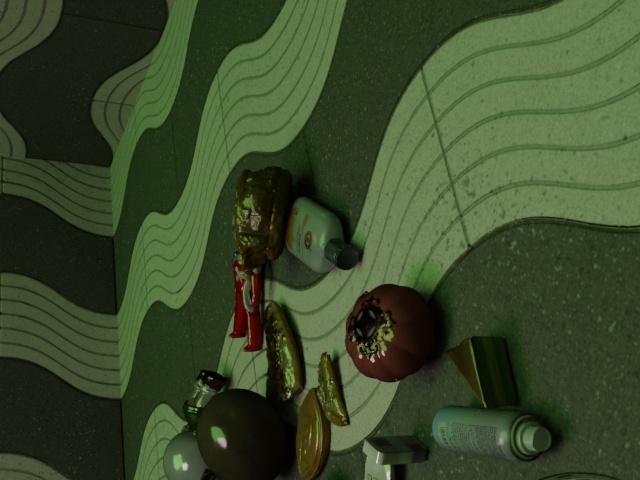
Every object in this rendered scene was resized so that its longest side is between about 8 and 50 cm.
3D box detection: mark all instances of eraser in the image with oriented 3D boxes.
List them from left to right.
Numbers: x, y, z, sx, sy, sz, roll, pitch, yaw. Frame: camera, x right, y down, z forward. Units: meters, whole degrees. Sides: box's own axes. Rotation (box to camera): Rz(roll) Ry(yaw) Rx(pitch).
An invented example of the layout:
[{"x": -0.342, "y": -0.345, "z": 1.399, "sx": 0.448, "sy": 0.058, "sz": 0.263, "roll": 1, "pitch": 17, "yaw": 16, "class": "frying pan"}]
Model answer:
[{"x": 0.133, "y": 0.375, "z": 1.526, "sx": 0.065, "sy": 0.105, "sz": 0.026, "roll": 26, "pitch": 110, "yaw": 62, "class": "eraser"}]

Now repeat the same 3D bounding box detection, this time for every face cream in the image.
[{"x": 0.000, "y": 0.000, "z": 1.904, "sx": 0.291, "sy": 0.071, "sz": 0.144, "roll": -143, "pitch": 60, "yaw": -60, "class": "face cream"}, {"x": 0.263, "y": 0.295, "z": 1.304, "sx": 0.229, "sy": 0.075, "sz": 0.075, "roll": -13, "pitch": 74, "yaw": 63, "class": "face cream"}]

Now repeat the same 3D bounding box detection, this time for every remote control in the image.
[{"x": 0.118, "y": 0.507, "z": 1.615, "sx": 0.073, "sy": 0.044, "sz": 0.229, "roll": 6, "pitch": 100, "yaw": 49, "class": "remote control"}]

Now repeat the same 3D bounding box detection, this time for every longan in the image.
[{"x": -0.184, "y": 0.477, "z": 2.050, "sx": 0.248, "sy": 0.248, "sz": 0.248, "roll": -18, "pitch": 70, "yaw": 63, "class": "longan"}]

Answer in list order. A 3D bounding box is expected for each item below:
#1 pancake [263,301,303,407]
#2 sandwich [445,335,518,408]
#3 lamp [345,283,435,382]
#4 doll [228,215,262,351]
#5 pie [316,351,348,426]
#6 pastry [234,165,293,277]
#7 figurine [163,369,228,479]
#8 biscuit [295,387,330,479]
[{"x": -0.102, "y": 0.313, "z": 2.116, "sx": 0.266, "sy": 0.057, "sz": 0.245, "roll": -113, "pitch": 28, "yaw": -51, "class": "pancake"}, {"x": 0.253, "y": 0.216, "z": 1.340, "sx": 0.074, "sy": 0.074, "sz": 0.116, "roll": -43, "pitch": 49, "yaw": 52, "class": "sandwich"}, {"x": 0.131, "y": 0.169, "z": 1.544, "sx": 0.182, "sy": 0.140, "sz": 0.182, "roll": -22, "pitch": 59, "yaw": 43, "class": "lamp"}, {"x": -0.194, "y": 0.096, "z": 2.283, "sx": 0.188, "sy": 0.099, "sz": 0.384, "roll": -161, "pitch": 73, "yaw": -64, "class": "doll"}, {"x": 0.020, "y": 0.330, "z": 1.857, "sx": 0.092, "sy": 0.034, "sz": 0.170, "roll": -43, "pitch": 54, "yaw": 52, "class": "pie"}, {"x": -0.131, "y": -0.060, "z": 2.057, "sx": 0.240, "sy": 0.132, "sz": 0.235, "roll": 82, "pitch": -172, "yaw": -54, "class": "pastry"}, {"x": -0.350, "y": 0.563, "z": 2.450, "sx": 0.281, "sy": 0.167, "sz": 0.370, "roll": 12, "pitch": 88, "yaw": 60, "class": "figurine"}, {"x": -0.020, "y": 0.445, "z": 1.926, "sx": 0.142, "sy": 0.029, "sz": 0.221, "roll": 25, "pitch": 108, "yaw": 63, "class": "biscuit"}]
